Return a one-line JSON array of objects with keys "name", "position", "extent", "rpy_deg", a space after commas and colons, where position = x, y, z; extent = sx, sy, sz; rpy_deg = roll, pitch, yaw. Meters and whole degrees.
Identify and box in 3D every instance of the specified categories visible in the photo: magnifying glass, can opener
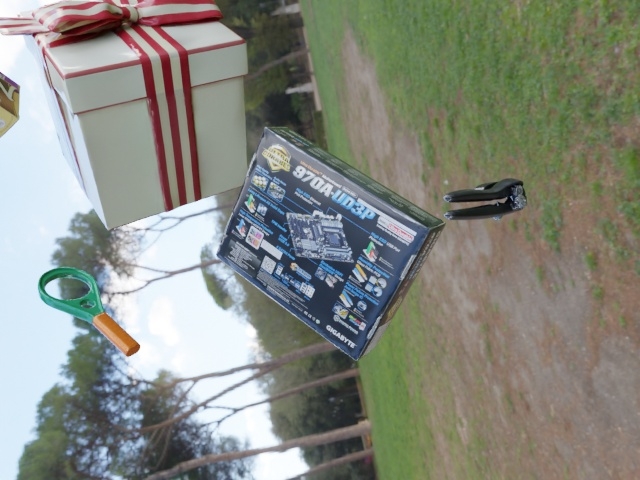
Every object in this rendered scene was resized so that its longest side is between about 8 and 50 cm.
[{"name": "magnifying glass", "position": [-0.386, 0.117, 0.925], "extent": [0.092, 0.231, 0.026], "rpy_deg": [-25, -39, -51]}, {"name": "can opener", "position": [0.247, -0.056, 0.825], "extent": [0.073, 0.186, 0.059], "rpy_deg": [-10, 94, 50]}]

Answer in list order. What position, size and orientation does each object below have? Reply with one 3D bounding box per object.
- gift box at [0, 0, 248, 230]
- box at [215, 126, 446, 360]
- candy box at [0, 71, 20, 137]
[{"name": "gift box", "position": [-0.267, -0.210, 0.765], "extent": [0.276, 0.255, 0.258], "rpy_deg": [41, 143, 33]}, {"name": "box", "position": [0.000, 0.000, 0.617], "extent": [0.051, 0.220, 0.175], "rpy_deg": [-20, -41, -59]}, {"name": "candy box", "position": [-0.516, -0.235, 0.764], "extent": [0.187, 0.053, 0.109], "rpy_deg": [40, -165, -45]}]
